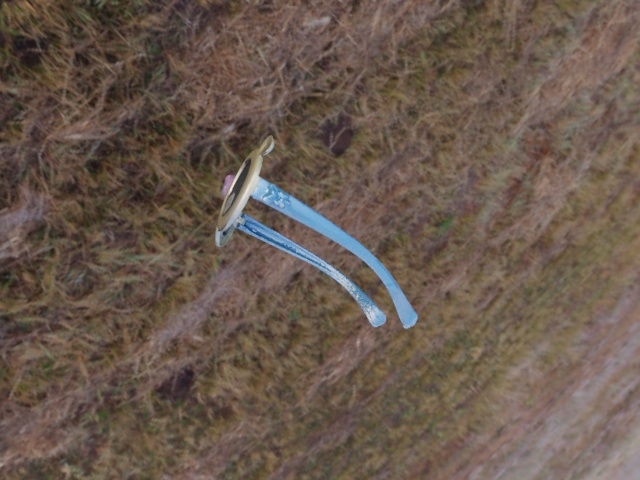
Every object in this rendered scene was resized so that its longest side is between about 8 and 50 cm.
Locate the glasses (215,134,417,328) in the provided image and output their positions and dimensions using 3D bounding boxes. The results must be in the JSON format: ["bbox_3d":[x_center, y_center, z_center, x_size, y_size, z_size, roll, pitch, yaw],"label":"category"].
[{"bbox_3d":[-0.019,0.023,0.647,0.088,0.220,0.189,-43,-178,-14],"label":"glasses"}]
